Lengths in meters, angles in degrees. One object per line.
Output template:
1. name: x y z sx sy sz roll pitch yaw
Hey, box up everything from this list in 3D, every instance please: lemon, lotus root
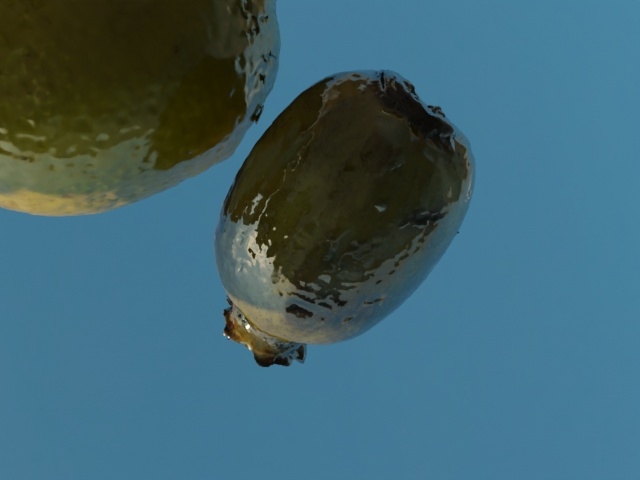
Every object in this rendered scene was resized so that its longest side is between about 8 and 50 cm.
1. lemon: -0.162 -0.146 0.725 0.320 0.245 0.245 -27 -91 -19
2. lotus root: -0.001 0.001 0.719 0.154 0.278 0.154 23 -144 -19
